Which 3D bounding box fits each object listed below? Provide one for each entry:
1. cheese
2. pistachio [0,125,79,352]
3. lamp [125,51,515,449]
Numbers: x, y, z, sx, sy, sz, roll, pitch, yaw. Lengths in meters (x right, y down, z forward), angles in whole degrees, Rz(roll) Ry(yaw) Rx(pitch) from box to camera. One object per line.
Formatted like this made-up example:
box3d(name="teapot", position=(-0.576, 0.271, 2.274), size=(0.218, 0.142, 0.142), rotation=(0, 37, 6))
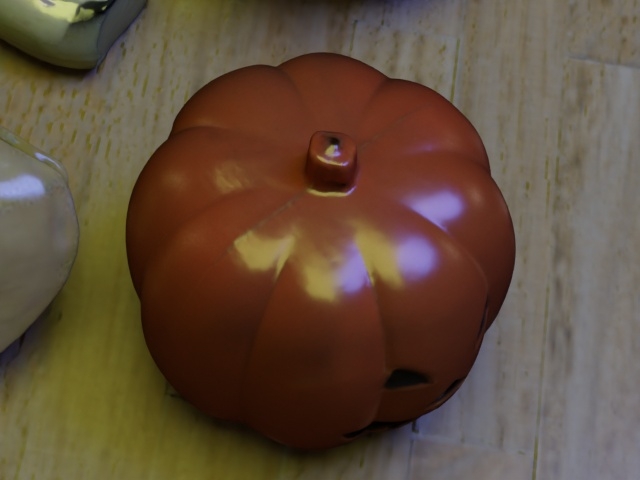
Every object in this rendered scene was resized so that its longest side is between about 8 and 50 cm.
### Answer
box3d(name="cheese", position=(-0.206, -0.194, 0.922), size=(0.255, 0.050, 0.127), rotation=(29, 62, 10))
box3d(name="pistachio", position=(-0.216, 0.007, 0.777), size=(0.201, 0.117, 0.145), rotation=(-9, 100, -19))
box3d(name="lamp", position=(0.000, 0.000, 0.771), size=(0.188, 0.164, 0.187), rotation=(1, 60, -2))
